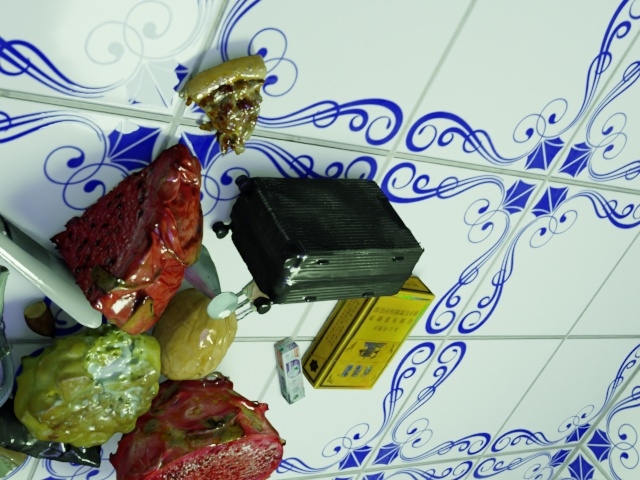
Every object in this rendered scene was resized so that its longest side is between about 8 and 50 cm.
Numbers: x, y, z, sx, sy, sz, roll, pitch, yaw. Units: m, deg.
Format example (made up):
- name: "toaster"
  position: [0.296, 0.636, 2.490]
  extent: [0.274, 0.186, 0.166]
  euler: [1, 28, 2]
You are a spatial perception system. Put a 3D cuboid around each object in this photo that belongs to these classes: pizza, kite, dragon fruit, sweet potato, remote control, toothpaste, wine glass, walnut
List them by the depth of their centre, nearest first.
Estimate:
- name: "remote control"
  position: [-0.466, 0.038, 1.612]
  extent: [0.055, 0.109, 0.313]
  euler: [-37, 140, -1]
- name: "pizza"
  position: [-0.150, -0.215, 1.635]
  extent: [0.154, 0.069, 0.194]
  euler: [-26, 137, -15]
- name: "dragon fruit"
  position: [-0.317, -0.019, 1.641]
  extent: [0.240, 0.302, 0.330]
  euler: [27, 96, -14]
- name: "sweet potato"
  position: [-0.504, 0.152, 1.748]
  extent: [0.049, 0.049, 0.117]
  euler: [-28, 150, -11]
- name: "wine glass"
  position: [-0.214, 0.073, 1.796]
  extent: [0.073, 0.155, 0.073]
  euler: [-19, 132, -22]
- name: "walnut"
  position: [-0.251, 0.185, 1.877]
  extent: [0.159, 0.159, 0.207]
  euler: [6, 128, -40]
- name: "dragon fruit"
  position: [-0.267, 0.418, 2.000]
  extent: [0.371, 0.249, 0.386]
  euler: [-35, 150, 17]
- name: "kite"
  position: [-0.145, 0.119, 2.001]
  extent: [0.229, 0.016, 0.127]
  euler: [-31, 137, -12]
- name: "toothpaste"
  position: [-0.070, 0.301, 2.206]
  extent: [0.047, 0.040, 0.196]
  euler: [-26, 139, -20]

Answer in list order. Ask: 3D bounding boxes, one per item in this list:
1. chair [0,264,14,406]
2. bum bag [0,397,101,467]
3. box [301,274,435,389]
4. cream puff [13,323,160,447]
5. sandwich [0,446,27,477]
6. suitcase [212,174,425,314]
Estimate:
- name: "chair"
  position: [-0.611, 0.189, 1.599]
  extent: [0.203, 0.191, 0.275]
  euler: [-12, 162, -26]
- name: "bum bag"
  position: [-0.543, 0.362, 1.834]
  extent: [0.095, 0.144, 0.340]
  euler: [-45, 140, 13]
- name: "box"
  position: [0.106, 0.210, 2.212]
  extent: [0.192, 0.084, 0.301]
  euler: [10, 121, -41]
- name: "cream puff"
  position: [-0.432, 0.245, 1.774]
  extent: [0.281, 0.185, 0.282]
  euler: [-18, 135, -19]
- name: "sandwich"
  position: [-0.646, 0.402, 1.842]
  extent: [0.094, 0.096, 0.258]
  euler: [-33, 138, 3]
- name: "suitcase"
  position: [0.000, 0.000, 1.827]
  extent: [0.335, 0.230, 0.152]
  euler: [-1, 136, -37]
